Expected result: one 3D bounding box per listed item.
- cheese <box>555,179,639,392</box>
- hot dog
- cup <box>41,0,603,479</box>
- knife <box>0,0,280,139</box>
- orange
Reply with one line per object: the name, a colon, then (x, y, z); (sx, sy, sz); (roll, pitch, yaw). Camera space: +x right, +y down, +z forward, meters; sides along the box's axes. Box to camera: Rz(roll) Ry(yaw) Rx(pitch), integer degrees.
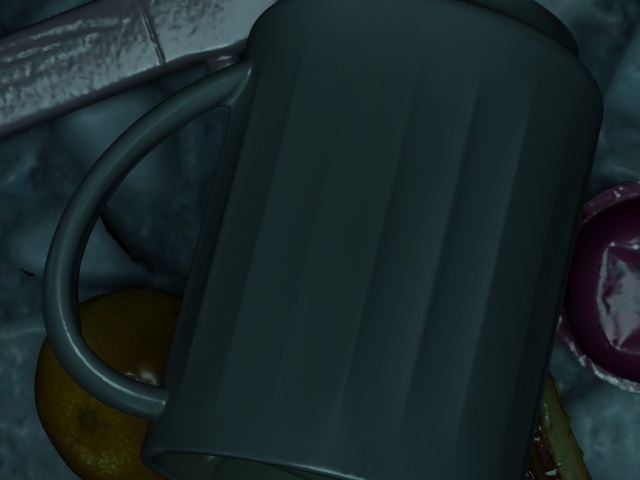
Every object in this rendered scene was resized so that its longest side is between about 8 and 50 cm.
cheese: (0.200, 0.034, 1.216); (0.244, 0.062, 0.155); (0, 100, 16)
hot dog: (0.151, 0.150, 1.228); (0.071, 0.045, 0.165); (-11, 103, 41)
cup: (0.000, 0.000, 1.082); (0.323, 0.237, 0.327); (17, 74, -13)
knife: (-0.201, -0.120, 1.227); (0.399, 0.038, 0.132); (-21, 87, 6)
orange: (-0.121, 0.104, 1.201); (0.155, 0.134, 0.154); (16, 119, 30)
